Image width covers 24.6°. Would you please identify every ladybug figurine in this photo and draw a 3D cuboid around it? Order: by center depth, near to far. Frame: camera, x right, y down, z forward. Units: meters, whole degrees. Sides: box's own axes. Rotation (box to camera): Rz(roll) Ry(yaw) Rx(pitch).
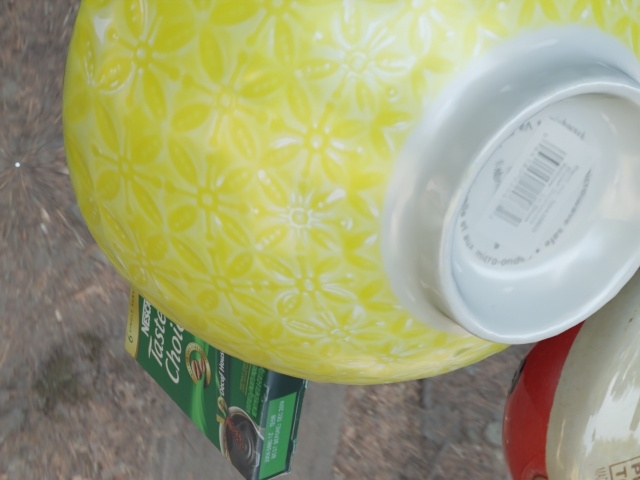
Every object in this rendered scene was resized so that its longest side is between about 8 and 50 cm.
[{"bbox_3d":[0.308,0.131,1.318,0.449,0.162,0.305,-23,116,-41],"label":"ladybug figurine"}]

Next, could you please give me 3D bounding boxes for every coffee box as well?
[{"bbox_3d":[-0.079,0.080,1.069,0.040,0.184,0.113,-15,130,-34],"label":"coffee box"}]

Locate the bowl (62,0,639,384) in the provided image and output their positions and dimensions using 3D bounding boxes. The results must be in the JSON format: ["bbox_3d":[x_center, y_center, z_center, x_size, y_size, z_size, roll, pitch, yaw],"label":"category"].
[{"bbox_3d":[0.055,-0.044,0.615,0.289,0.156,0.289,-17,125,-26],"label":"bowl"}]
